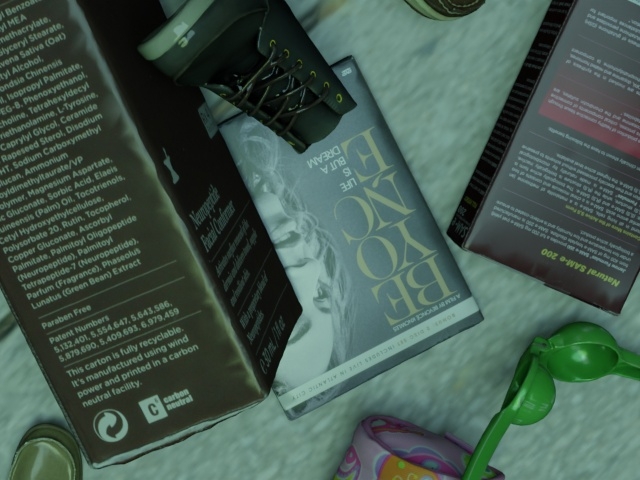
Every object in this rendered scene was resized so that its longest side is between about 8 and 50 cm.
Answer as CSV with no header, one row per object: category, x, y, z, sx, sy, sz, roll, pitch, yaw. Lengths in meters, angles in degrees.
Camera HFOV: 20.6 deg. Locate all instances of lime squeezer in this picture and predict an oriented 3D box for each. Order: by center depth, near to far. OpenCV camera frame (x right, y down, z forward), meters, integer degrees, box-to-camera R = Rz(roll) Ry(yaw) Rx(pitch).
lime squeezer,0.176,0.121,1.281,0.310,0.059,0.110,-19,80,-34

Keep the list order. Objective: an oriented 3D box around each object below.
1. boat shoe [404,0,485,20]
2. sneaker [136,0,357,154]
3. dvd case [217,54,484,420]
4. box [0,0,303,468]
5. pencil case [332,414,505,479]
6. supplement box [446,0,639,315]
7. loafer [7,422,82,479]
boat shoe,0.072,-0.268,1.180,0.095,0.095,0.257,-31,113,-28
sneaker,-0.037,-0.114,1.156,0.083,0.222,0.118,-40,89,17
dvd case,0.000,0.000,1.292,0.165,0.018,0.221,-27,101,-1
box,-0.155,-0.067,1.168,0.143,0.191,0.381,-24,102,13
pencil case,0.033,0.274,1.296,0.124,0.124,0.284,19,98,-9
supplement box,0.200,-0.082,1.270,0.130,0.073,0.239,24,96,-9
loafer,-0.207,0.208,1.290,0.056,0.050,0.148,9,99,-7
